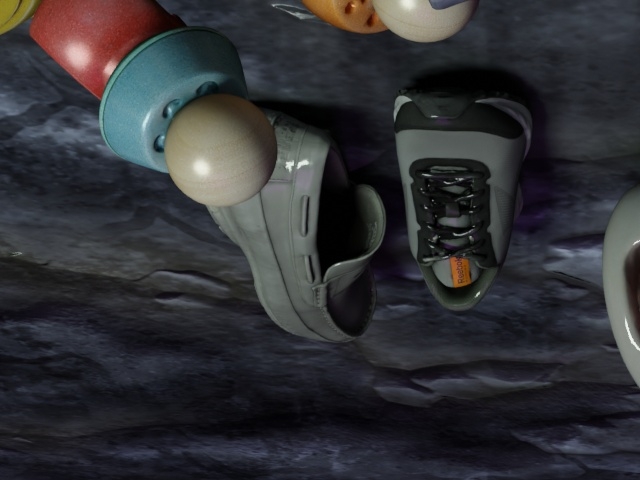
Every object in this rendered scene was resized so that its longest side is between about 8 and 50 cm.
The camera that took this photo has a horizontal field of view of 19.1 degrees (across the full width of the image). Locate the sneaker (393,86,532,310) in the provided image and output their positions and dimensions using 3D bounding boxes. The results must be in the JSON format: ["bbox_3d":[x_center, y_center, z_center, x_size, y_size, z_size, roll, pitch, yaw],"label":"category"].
[{"bbox_3d":[0.108,-0.033,1.430,0.100,0.108,0.271,3,156,10],"label":"sneaker"}]

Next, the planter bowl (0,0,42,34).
[{"bbox_3d":[-0.208,-0.174,1.053,0.217,0.090,0.217,2,142,1],"label":"planter bowl"}]

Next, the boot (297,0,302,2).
[{"bbox_3d":[-0.084,-0.186,1.172,0.208,0.076,0.189,9,157,-24],"label":"boot"}]

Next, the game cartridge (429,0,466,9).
[{"bbox_3d":[0.204,-0.195,0.849,0.355,0.068,0.230,-19,180,6],"label":"game cartridge"}]

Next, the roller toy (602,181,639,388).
[{"bbox_3d":[0.315,0.036,1.429,0.146,0.209,0.191,-15,130,37],"label":"roller toy"}]

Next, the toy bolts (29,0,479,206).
[{"bbox_3d":[-0.044,-0.135,1.003,0.228,0.158,0.218,-49,143,8],"label":"toy bolts"}]

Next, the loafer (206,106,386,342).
[{"bbox_3d":[0.000,0.000,1.524,0.111,0.112,0.319,6,158,20],"label":"loafer"}]
